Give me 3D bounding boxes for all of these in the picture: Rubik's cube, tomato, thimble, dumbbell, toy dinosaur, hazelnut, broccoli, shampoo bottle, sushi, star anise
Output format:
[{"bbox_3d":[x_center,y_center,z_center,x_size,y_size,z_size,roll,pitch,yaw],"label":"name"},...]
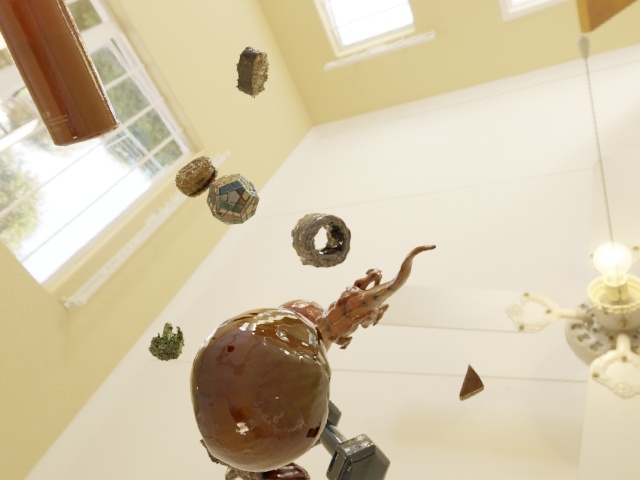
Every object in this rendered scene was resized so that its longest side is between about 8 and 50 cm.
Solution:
[{"bbox_3d":[-0.184,-0.086,1.054,0.093,0.111,0.111,-39,-155,17],"label":"Rubik's cube"},{"bbox_3d":[-0.066,0.281,1.541,0.184,0.208,0.208,7,-166,-29],"label":"tomato"},{"bbox_3d":[0.002,-0.001,1.328,0.150,0.150,0.097,-42,-152,-25],"label":"thimble"},{"bbox_3d":[0.038,0.523,1.303,0.143,0.156,0.316,-43,-153,-13],"label":"dumbbell"},{"bbox_3d":[0.089,0.116,1.001,0.432,0.097,0.208,-51,165,27],"label":"toy dinosaur"},{"bbox_3d":[-0.085,0.211,0.770,0.217,0.217,0.251,-18,-147,16],"label":"hazelnut"},{"bbox_3d":[-0.364,0.243,1.195,0.095,0.097,0.092,2,-128,1],"label":"broccoli"},{"bbox_3d":[-0.317,-0.234,0.577,0.085,0.244,0.085,-13,-159,5],"label":"shampoo bottle"},{"bbox_3d":[-0.212,-0.531,1.583,0.078,0.150,0.090,31,-136,18],"label":"sushi"},{"bbox_3d":[-0.150,0.481,1.096,0.288,0.288,0.088,-6,-148,33],"label":"star anise"}]

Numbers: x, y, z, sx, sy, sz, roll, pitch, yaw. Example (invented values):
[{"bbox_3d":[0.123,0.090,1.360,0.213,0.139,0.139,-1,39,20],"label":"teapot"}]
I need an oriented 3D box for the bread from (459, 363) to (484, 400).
[{"bbox_3d":[0.433,0.408,1.423,0.062,0.043,0.109,12,-122,21],"label":"bread"}]

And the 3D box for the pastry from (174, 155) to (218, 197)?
[{"bbox_3d":[-0.278,-0.142,1.130,0.097,0.057,0.109,-42,-143,-11],"label":"pastry"}]
